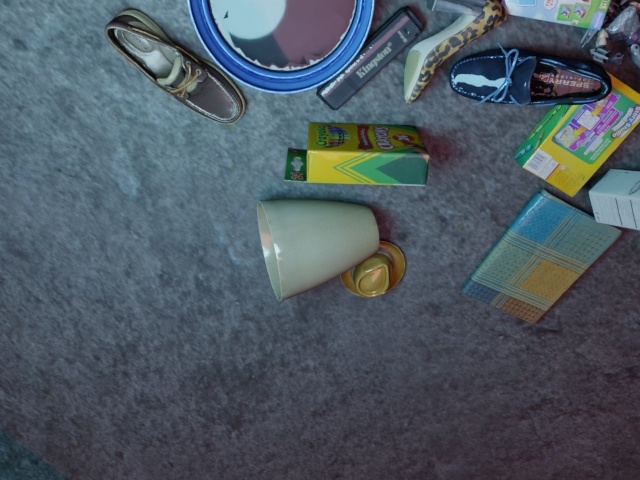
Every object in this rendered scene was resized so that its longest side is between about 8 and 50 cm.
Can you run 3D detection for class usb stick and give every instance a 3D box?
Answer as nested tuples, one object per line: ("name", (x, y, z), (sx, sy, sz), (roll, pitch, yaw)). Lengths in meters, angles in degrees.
("usb stick", (0.108, -0.408, 1.264), (0.278, 0.045, 0.077), (-39, 118, 19))

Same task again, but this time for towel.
("towel", (0.604, 0.055, 1.551), (0.271, 0.040, 0.370), (24, 119, -13))

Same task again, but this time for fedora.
("fedora", (0.146, 0.093, 1.543), (0.194, 0.079, 0.194), (0, 120, -1))

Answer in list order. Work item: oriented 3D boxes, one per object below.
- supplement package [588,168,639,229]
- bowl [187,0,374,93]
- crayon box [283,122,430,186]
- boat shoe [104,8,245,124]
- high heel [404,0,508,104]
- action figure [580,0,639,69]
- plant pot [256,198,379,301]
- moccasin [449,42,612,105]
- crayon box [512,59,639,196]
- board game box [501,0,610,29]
("supplement package", (0.775, -0.098, 1.363), (0.105, 0.179, 0.105), (-40, 120, -19))
("bowl", (-0.082, -0.515, 1.182), (0.391, 0.077, 0.391), (0, 121, 0))
("crayon box", (0.077, -0.204, 1.295), (0.318, 0.202, 0.081), (1, 120, -2))
("boat shoe", (-0.321, -0.368, 1.238), (0.342, 0.123, 0.123), (39, 113, -21))
("high heel", (0.295, -0.409, 1.232), (0.186, 0.093, 0.261), (1, 133, -16))
("action figure", (0.694, -0.426, 1.198), (0.285, 0.099, 0.185), (44, 110, -3))
("plant pot", (0.000, 0.000, 1.413), (0.274, 0.256, 0.257), (-12, 122, -13))
("moccasin", (0.454, -0.361, 1.215), (0.342, 0.117, 0.138), (3, 111, 16))
("crayon box", (0.622, -0.261, 1.335), (0.165, 0.081, 0.278), (26, 116, -15))
("board game box", (0.498, -0.539, 1.157), (0.211, 0.039, 0.160), (16, 122, 14))
